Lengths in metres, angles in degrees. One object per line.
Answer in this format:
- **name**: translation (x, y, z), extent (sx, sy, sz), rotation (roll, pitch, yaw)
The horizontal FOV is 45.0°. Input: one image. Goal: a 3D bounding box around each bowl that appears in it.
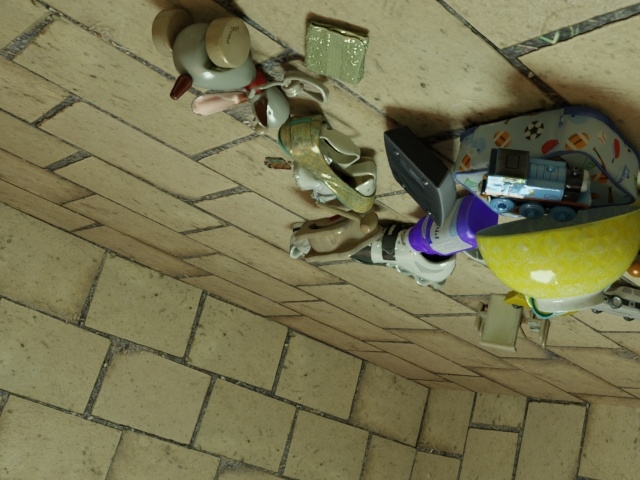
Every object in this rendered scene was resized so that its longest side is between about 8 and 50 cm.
- **bowl**: translation (0.429, 0.038, 1.362), extent (0.289, 0.156, 0.289), rotation (-11, -176, 1)

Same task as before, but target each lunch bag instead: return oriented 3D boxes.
- **lunch bag**: translation (0.403, -0.129, 1.395), extent (0.303, 0.115, 0.243), rotation (-4, 156, 46)

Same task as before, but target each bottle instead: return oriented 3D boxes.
- **bottle**: translation (0.294, -0.026, 1.793), extent (0.092, 0.118, 0.283), rotation (22, 162, -20)

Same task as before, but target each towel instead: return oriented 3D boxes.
- **towel**: translation (0.024, -0.315, 1.301), extent (0.110, 0.027, 0.148), rotation (16, 163, 3)

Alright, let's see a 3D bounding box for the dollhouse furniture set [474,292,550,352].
- **dollhouse furniture set**: translation (0.583, 0.285, 2.408), extent (0.212, 0.161, 0.242), rotation (7, 160, 26)

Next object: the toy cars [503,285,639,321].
- **toy cars**: translation (0.689, 0.148, 2.040), extent (0.393, 0.087, 0.176), rotation (2, 163, 30)

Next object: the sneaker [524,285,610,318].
- **sneaker**: translation (0.569, 0.103, 1.791), extent (0.319, 0.208, 0.127), rotation (28, 158, -34)

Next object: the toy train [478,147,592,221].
- **toy train**: translation (0.351, -0.089, 1.258), extent (0.184, 0.080, 0.105), rotation (9, 147, 11)

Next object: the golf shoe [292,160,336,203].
- **golf shoe**: translation (-0.003, -0.145, 1.811), extent (0.085, 0.069, 0.176), rotation (-12, 157, 24)

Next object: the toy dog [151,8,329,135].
- **toy dog**: translation (-0.165, -0.267, 1.374), extent (0.333, 0.161, 0.220), rotation (31, 166, -36)

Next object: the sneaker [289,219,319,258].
- **sneaker**: translation (0.000, 0.000, 2.172), extent (0.090, 0.095, 0.235), rotation (29, 157, -32)

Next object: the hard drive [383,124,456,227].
- **hard drive**: translation (0.202, -0.127, 1.537), extent (0.172, 0.054, 0.255), rotation (49, 177, 18)

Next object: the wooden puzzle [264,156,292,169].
- **wooden puzzle**: translation (-0.101, -0.183, 1.844), extent (0.083, 0.006, 0.049), rotation (7, 160, 28)

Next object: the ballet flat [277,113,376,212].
- **ballet flat**: translation (0.051, -0.158, 1.630), extent (0.123, 0.123, 0.348), rotation (2, 157, 38)

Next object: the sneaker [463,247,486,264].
- **sneaker**: translation (0.411, 0.036, 1.985), extent (0.152, 0.054, 0.061), rotation (23, 164, -22)

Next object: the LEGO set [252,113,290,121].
- **LEGO set**: translation (-0.102, -0.262, 1.592), extent (0.083, 0.024, 0.054), rotation (-1, 162, 10)

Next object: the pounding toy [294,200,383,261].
- **pounding toy**: translation (0.051, -0.053, 1.904), extent (0.269, 0.154, 0.155), rotation (-9, 111, 42)

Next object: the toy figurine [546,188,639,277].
- **toy figurine**: translation (0.562, -0.009, 1.555), extent (0.209, 0.148, 0.213), rotation (5, 159, 31)

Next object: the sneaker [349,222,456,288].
- **sneaker**: translation (0.201, 0.005, 2.013), extent (0.330, 0.123, 0.146), rotation (19, 144, -4)
